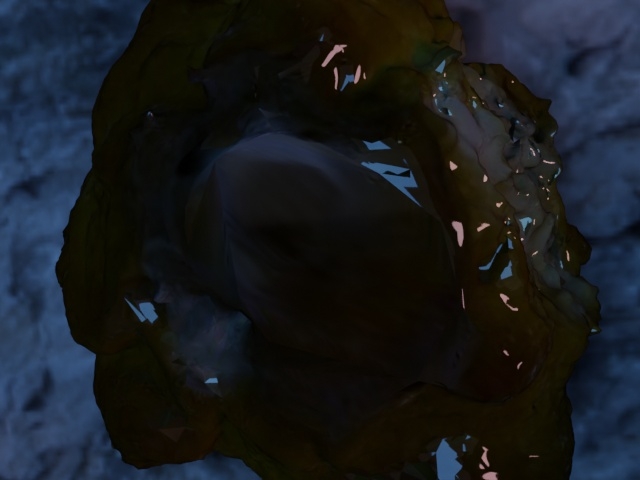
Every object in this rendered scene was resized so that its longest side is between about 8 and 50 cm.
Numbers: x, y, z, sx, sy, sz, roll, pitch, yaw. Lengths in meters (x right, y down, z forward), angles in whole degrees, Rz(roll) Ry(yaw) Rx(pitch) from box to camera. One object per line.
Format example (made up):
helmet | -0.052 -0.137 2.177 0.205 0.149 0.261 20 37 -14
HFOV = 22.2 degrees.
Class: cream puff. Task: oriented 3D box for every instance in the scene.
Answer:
cream puff | 0.000 0.000 0.679 0.241 0.155 0.269 12 105 13
